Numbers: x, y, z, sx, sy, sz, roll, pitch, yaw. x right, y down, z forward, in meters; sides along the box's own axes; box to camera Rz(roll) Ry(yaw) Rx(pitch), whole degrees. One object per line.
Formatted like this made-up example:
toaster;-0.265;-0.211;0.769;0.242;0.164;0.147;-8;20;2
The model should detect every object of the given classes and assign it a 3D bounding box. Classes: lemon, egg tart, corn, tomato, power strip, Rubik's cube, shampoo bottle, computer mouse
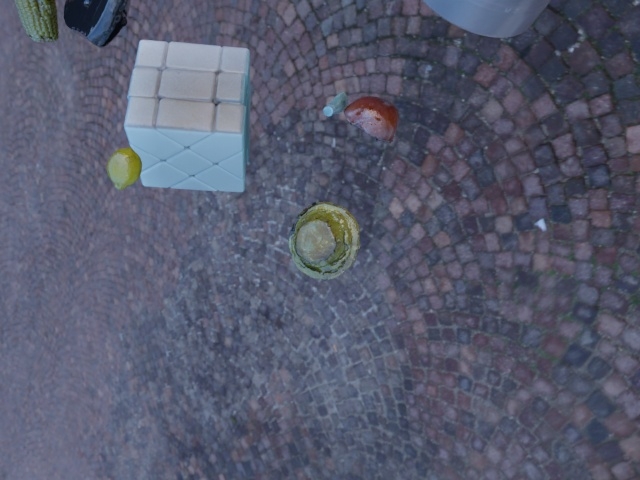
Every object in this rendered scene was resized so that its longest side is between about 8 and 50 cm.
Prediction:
lemon;-0.361;-0.132;1.024;0.062;0.062;0.083;22;96;42
egg tart;0.000;0.000;1.650;0.241;0.106;0.240;-1;88;25
corn;-0.610;-0.580;1.164;0.097;0.097;0.319;35;134;36
tomato;0.188;-0.442;1.932;0.112;0.199;0.228;-59;16;27
power strip;0.160;-0.277;0.540;0.154;0.154;0.078;61;153;19
Rubik's cube;-0.370;-0.356;1.640;0.321;0.319;0.315;104;168;-65
shampoo bottle;0.053;-0.473;1.955;0.041;0.190;0.069;12;116;14
computer mouse;-0.445;-0.469;1.143;0.270;0.086;0.137;35;101;45
